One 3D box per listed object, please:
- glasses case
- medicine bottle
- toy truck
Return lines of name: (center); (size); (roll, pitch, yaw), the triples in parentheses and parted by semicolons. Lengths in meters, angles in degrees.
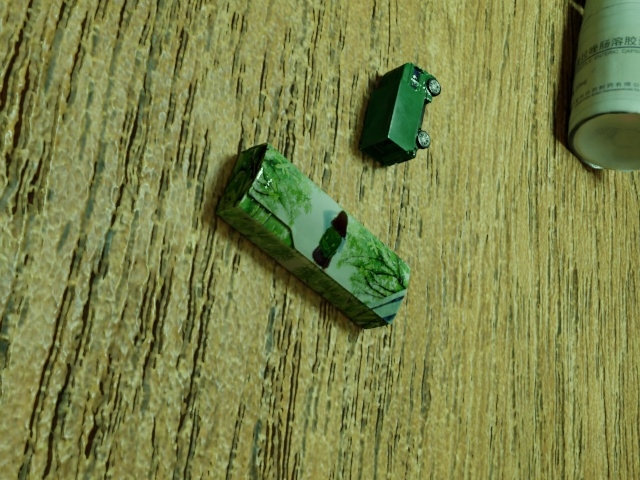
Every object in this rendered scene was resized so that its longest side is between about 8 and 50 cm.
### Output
glasses case: (0.000, 0.000, 1.097); (0.272, 0.062, 0.095); (39, 54, -32)
medicine bottle: (0.567, -0.313, 1.670); (0.190, 0.190, 0.332); (34, 57, -35)
toy truck: (0.112, -0.176, 1.257); (0.079, 0.065, 0.147); (33, 59, -32)
